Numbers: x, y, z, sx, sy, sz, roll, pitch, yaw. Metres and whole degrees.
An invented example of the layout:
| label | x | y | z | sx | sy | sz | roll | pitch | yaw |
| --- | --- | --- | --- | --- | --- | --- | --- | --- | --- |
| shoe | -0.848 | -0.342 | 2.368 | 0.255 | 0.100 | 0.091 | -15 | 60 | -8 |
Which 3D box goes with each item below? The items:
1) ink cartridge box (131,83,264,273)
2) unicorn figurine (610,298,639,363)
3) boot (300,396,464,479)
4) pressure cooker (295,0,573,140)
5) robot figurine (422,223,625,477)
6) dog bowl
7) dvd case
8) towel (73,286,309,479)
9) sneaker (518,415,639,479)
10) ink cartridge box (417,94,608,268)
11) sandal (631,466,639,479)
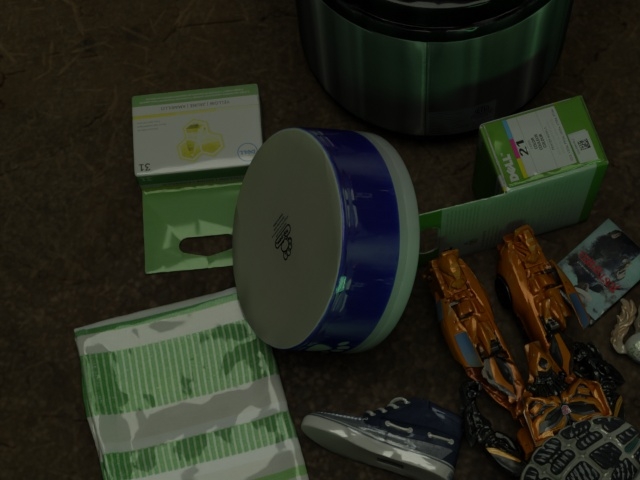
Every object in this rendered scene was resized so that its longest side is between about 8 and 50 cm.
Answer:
| label | x | y | z | sx | sy | sz | roll | pitch | yaw |
| --- | --- | --- | --- | --- | --- | --- | --- | --- | --- |
| ink cartridge box | -0.154 | -0.082 | 1.721 | 0.171 | 0.056 | 0.235 | -6 | 66 | 0 |
| unicorn figurine | 0.426 | 0.138 | 1.602 | 0.162 | 0.060 | 0.111 | 19 | 70 | 27 |
| boot | 0.077 | 0.223 | 1.584 | 0.190 | 0.069 | 0.086 | 20 | 63 | 2 |
| pressure cooker | 0.146 | -0.360 | 1.618 | 0.375 | 0.420 | 0.370 | 38 | 76 | 17 |
| robot figurine | 0.244 | 0.136 | 1.582 | 0.211 | 0.085 | 0.291 | -19 | 71 | -15 |
| dog bowl | 0.000 | 0.000 | 1.559 | 0.104 | 0.265 | 0.265 | 3 | 64 | -31 |
| dvd case | 0.350 | 0.039 | 1.664 | 0.119 | 0.013 | 0.087 | -40 | 71 | -11 |
| towel | -0.157 | 0.228 | 1.604 | 0.247 | 0.038 | 0.325 | -15 | 68 | -4 |
| sneaker | 0.250 | 0.301 | 1.500 | 0.275 | 0.110 | 0.107 | -42 | 80 | -2 |
| ink cartridge box | 0.204 | -0.063 | 1.618 | 0.255 | 0.189 | 0.097 | -16 | 69 | -3 |
| sandal | 0.325 | 0.347 | 1.395 | 0.416 | 0.102 | 0.169 | -38 | 86 | -25 |
